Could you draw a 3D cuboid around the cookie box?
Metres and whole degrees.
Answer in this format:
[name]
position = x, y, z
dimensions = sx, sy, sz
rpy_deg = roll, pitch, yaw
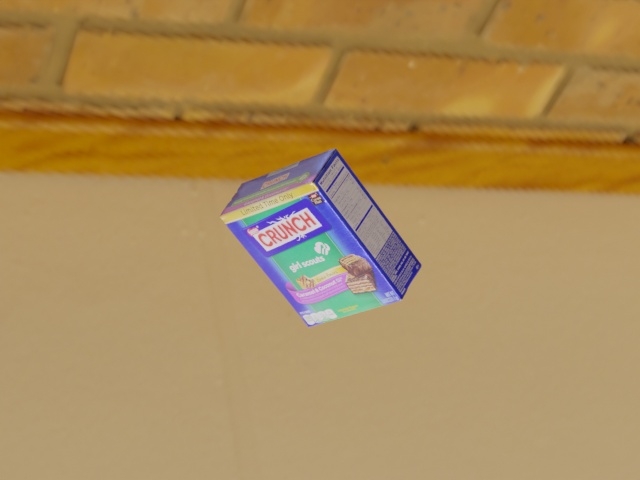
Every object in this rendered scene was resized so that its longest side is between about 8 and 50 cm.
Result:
[cookie box]
position = 0.000, 0.000, 1.076
dimensions = 0.107, 0.091, 0.040
rpy_deg = 52, -136, -21
